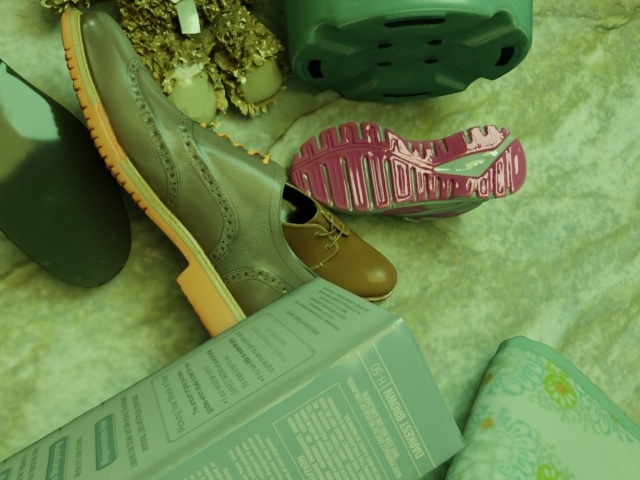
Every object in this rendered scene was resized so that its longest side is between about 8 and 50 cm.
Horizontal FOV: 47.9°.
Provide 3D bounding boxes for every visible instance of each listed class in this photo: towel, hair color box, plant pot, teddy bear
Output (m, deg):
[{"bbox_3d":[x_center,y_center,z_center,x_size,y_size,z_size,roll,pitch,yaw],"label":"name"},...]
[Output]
[{"bbox_3d":[0.284,0.300,0.693,0.374,0.090,0.320,41,34,2],"label":"towel"},{"bbox_3d":[-0.107,0.176,0.524,0.374,0.185,0.114,-29,104,-13],"label":"hair color box"},{"bbox_3d":[0.085,-0.347,0.779,0.340,0.341,0.335,2,82,-24],"label":"plant pot"},{"bbox_3d":[-0.164,-0.268,0.760,0.338,0.113,0.245,49,68,-12],"label":"teddy bear"}]

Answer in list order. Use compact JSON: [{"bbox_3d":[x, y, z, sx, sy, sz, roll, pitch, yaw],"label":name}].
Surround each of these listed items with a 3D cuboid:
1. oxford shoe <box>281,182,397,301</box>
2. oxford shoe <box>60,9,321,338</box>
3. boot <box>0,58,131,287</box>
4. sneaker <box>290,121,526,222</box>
[{"bbox_3d":[0.000,0.000,0.755,0.212,0.076,0.076,30,62,-15],"label":"oxford shoe"},{"bbox_3d":[-0.108,-0.062,0.670,0.132,0.130,0.364,-30,99,0],"label":"oxford shoe"},{"bbox_3d":[-0.288,-0.084,0.642,0.112,0.115,0.305,-48,115,-29],"label":"boot"},{"bbox_3d":[0.092,-0.065,0.805,0.252,0.111,0.103,2,75,-1],"label":"sneaker"}]
